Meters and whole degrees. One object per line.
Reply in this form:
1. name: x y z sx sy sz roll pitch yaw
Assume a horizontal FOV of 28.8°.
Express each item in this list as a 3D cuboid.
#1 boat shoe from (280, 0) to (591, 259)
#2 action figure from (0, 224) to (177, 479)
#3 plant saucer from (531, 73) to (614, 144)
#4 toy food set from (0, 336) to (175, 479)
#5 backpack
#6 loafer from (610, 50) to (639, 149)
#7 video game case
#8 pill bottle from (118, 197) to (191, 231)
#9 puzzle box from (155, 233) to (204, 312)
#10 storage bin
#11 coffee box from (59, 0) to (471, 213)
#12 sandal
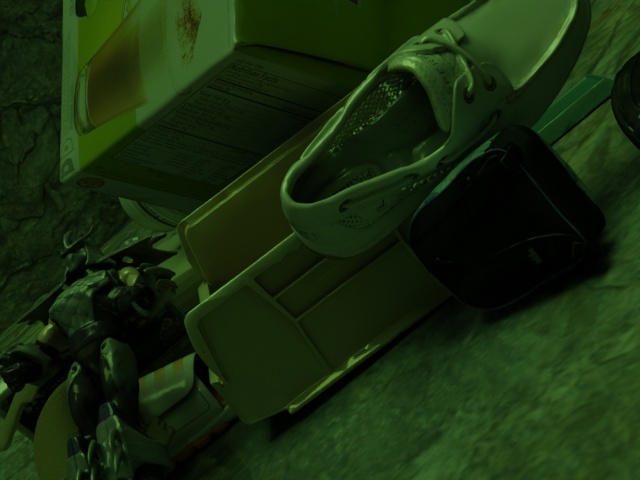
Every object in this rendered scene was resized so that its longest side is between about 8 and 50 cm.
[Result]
1. boat shoe: 0.084 -0.099 0.879 0.277 0.098 0.096 -45 -20 -3
2. action figure: -0.182 0.103 1.027 0.185 0.099 0.285 -39 51 30
3. plant saucer: 0.190 -0.090 1.157 0.192 0.018 0.067 -41 11 4
4. toy food set: -0.202 0.175 1.105 0.192 0.038 0.132 28 97 37
5. backpack: 0.128 -0.013 0.862 0.114 0.105 0.084 -41 1 37
6. loafer: 0.264 -0.121 0.892 0.078 0.076 0.223 -41 5 36
7. video game case: -0.204 0.135 1.220 0.190 0.173 0.022 -41 45 -3
8. pill bottle: -0.170 -0.114 1.712 0.176 0.176 0.318 -47 10 -30
9. puzzle box: -0.196 0.039 1.807 0.409 0.052 0.272 -31 16 40
10. storage bin: 0.000 0.000 1.078 0.260 0.123 0.262 -37 18 3
11. coffee box: -0.060 -0.236 1.387 0.334 0.338 0.337 -29 57 45
12. sandal: -0.161 0.172 1.140 0.265 0.076 0.102 -40 12 -1
